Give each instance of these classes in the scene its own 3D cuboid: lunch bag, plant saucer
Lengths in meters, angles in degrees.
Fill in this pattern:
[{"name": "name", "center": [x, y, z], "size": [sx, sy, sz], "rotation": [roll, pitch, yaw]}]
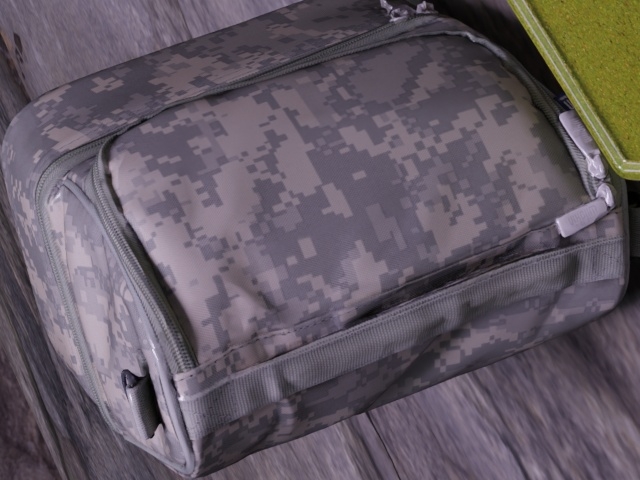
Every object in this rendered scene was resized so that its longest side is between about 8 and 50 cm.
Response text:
[{"name": "lunch bag", "center": [0.000, 0.000, 0.994], "size": [0.256, 0.305, 0.213], "rotation": [42, 147, 56]}, {"name": "plant saucer", "center": [0.156, -0.090, 0.799], "size": [0.188, 0.045, 0.188], "rotation": [54, 163, -18]}]
